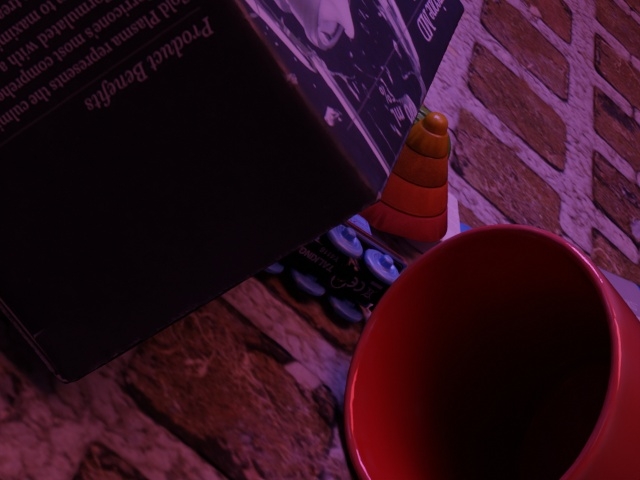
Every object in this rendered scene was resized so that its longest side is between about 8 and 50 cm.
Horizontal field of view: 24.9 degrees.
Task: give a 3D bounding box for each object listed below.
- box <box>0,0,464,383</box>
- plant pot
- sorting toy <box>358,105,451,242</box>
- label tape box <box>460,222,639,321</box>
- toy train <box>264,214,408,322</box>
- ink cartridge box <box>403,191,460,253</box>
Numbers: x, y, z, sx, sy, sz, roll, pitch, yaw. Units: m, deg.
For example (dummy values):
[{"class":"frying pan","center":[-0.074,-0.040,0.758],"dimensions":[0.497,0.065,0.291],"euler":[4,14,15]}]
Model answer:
[{"class":"box","center":[-0.158,-0.234,1.111],"dimensions":[0.472,0.297,0.480],"euler":[55,24,-14]},{"class":"plant pot","center":[0.197,0.154,1.254],"dimensions":[0.243,0.275,0.275],"euler":[32,30,-43]},{"class":"sorting toy","center":[0.108,-0.149,1.615],"dimensions":[0.127,0.126,0.365],"euler":[19,33,-9]},{"class":"label tape box","center":[0.315,0.111,1.609],"dimensions":[0.249,0.115,0.348],"euler":[21,39,-40]},{"class":"toy train","center":[0.000,0.000,1.353],"dimensions":[0.184,0.080,0.105],"euler":[32,25,-26]},{"class":"ink cartridge box","center":[0.123,-0.025,1.607],"dimensions":[0.063,0.029,0.115],"euler":[35,29,-20]}]
